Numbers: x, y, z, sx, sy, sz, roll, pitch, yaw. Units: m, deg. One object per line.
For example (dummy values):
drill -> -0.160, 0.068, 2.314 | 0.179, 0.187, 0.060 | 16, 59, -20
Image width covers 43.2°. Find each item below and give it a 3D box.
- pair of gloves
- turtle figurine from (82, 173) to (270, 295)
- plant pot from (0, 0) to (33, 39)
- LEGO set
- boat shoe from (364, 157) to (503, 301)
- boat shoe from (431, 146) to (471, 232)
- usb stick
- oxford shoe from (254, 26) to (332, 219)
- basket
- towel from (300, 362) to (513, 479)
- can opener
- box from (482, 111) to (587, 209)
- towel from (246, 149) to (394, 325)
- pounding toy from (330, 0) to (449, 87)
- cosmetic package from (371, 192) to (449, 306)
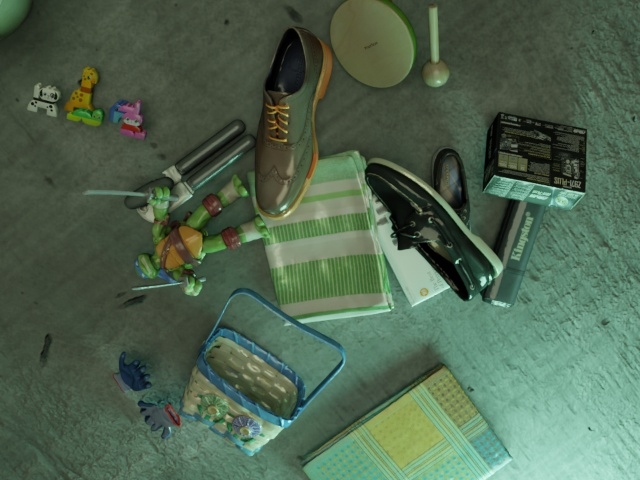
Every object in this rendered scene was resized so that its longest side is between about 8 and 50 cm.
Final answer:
pair of gloves -> -0.352, 0.312, 1.625 | 0.023, 0.159, 0.198 | -34, 93, -37
turtle figurine -> -0.245, -0.011, 1.506 | 0.266, 0.274, 0.197 | -29, 54, -2
plant pot -> -0.661, -0.471, 1.415 | 0.334, 0.305, 0.333 | 0, 98, -2
LEGO set -> -0.434, -0.277, 1.555 | 0.227, 0.087, 0.093 | 14, 113, -3
boat shoe -> 0.195, -0.012, 1.528 | 0.340, 0.127, 0.113 | 43, 73, -18
boat shoe -> 0.264, -0.072, 1.606 | 0.080, 0.076, 0.228 | -3, 98, -1
usb stick -> 0.396, 0.001, 1.635 | 0.077, 0.045, 0.278 | 16, 97, -3
oxford shoe -> -0.075, -0.222, 1.519 | 0.130, 0.133, 0.363 | 8, 87, 21
basket -> -0.122, 0.261, 1.583 | 0.255, 0.201, 0.289 | 32, 106, -4
towel -> 0.182, 0.464, 1.703 | 0.370, 0.040, 0.271 | -36, 98, 2
can opener -> -0.251, -0.132, 1.585 | 0.280, 0.093, 0.074 | -36, 96, -1
box -> 0.416, -0.154, 1.565 | 0.180, 0.077, 0.147 | 10, 66, -3
towel -> 0.000, 0.000, 1.600 | 0.248, 0.038, 0.324 | -10, 98, 18
pounding toy -> 0.144, -0.394, 1.535 | 0.237, 0.110, 0.183 | 15, 134, 31
cosmetic package -> 0.169, 0.005, 1.623 | 0.099, 0.060, 0.239 | -28, 97, 4
